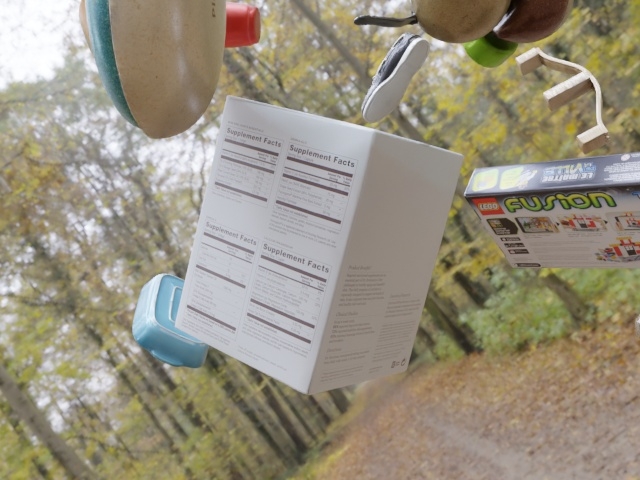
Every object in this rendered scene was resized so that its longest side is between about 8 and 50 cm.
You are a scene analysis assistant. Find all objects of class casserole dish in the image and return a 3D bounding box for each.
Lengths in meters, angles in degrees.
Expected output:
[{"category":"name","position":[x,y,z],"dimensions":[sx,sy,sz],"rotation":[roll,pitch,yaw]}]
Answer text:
[{"category":"casserole dish","position":[-0.204,0.107,1.071],"dimensions":[0.037,0.114,0.188],"rotation":[-55,20,22]}]

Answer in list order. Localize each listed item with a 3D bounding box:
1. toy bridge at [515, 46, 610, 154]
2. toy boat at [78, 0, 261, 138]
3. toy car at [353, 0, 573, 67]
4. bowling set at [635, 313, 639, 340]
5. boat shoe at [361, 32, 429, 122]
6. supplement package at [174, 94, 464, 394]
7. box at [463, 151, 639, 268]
[{"category":"toy bridge","position":[0.315,-0.190,0.947],"dimensions":[0.063,0.188,0.026],"rotation":[-28,-40,9]},{"category":"toy boat","position":[-0.161,-0.236,0.757],"dimensions":[0.148,0.267,0.318],"rotation":[3,7,7]},{"category":"toy car","position":[0.117,-0.228,0.641],"dimensions":[0.188,0.149,0.155],"rotation":[-21,-12,-31]},{"category":"bowling set","position":[0.395,0.147,0.762],"dimensions":[0.287,0.154,0.199],"rotation":[-3,-75,-48]},{"category":"boat shoe","position":[0.089,-0.209,0.959],"dimensions":[0.046,0.038,0.125],"rotation":[19,-72,-46]},{"category":"supplement package","position":[0.000,0.000,0.830],"dimensions":[0.199,0.198,0.262],"rotation":[3,-76,-55]},{"category":"box","position":[0.241,-0.022,0.647],"dimensions":[0.207,0.114,0.036],"rotation":[-1,51,43]}]
